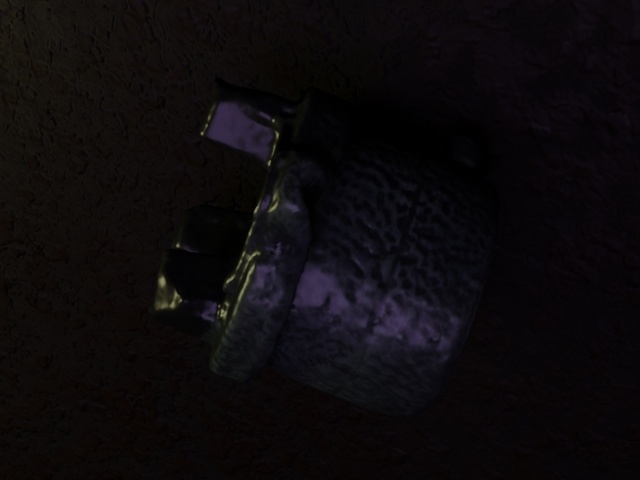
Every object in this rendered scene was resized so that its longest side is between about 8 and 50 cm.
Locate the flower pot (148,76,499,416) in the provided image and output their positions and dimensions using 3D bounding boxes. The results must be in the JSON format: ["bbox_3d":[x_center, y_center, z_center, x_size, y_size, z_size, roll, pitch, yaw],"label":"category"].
[{"bbox_3d":[0.000,0.000,1.022,0.282,0.299,0.299,20,125,-3],"label":"flower pot"}]
